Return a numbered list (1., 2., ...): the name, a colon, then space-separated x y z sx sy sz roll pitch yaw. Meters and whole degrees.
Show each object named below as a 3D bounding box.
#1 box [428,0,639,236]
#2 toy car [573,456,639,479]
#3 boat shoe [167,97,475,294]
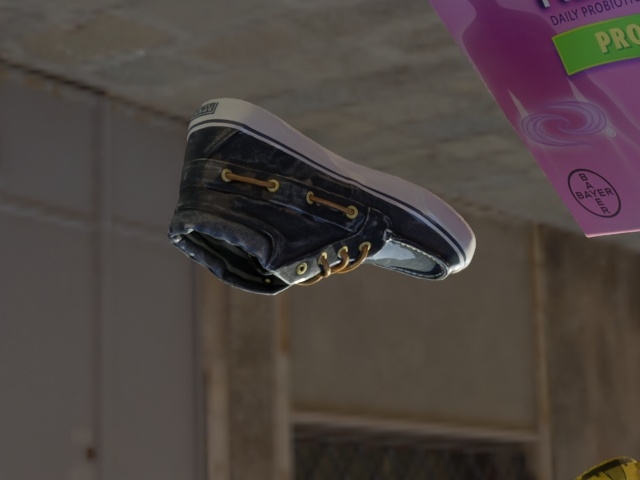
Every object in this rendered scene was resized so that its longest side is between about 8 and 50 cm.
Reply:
1. box: 0.177 -0.135 0.827 0.117 0.243 0.213 -45 -160 -28
2. toy car: 0.118 0.245 0.849 0.053 0.225 0.239 41 166 41
3. boat shoe: 0.000 0.000 0.879 0.183 0.083 0.065 26 152 -23
